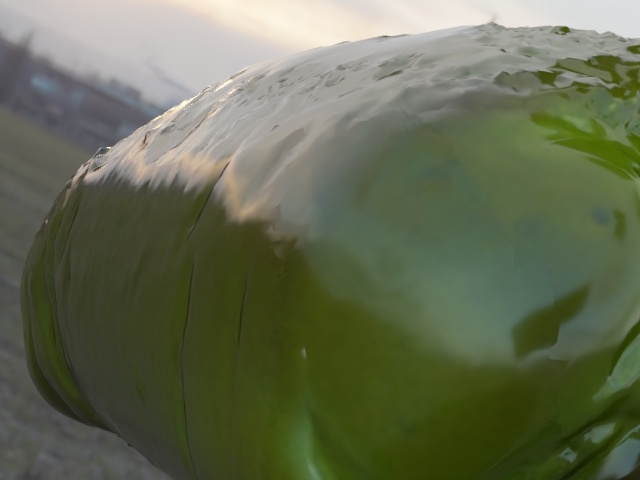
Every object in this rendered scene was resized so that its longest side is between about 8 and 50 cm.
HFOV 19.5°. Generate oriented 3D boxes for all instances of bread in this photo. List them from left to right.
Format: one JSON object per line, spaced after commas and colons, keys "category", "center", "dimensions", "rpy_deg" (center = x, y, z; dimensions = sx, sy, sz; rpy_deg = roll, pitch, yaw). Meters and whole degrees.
{"category": "bread", "center": [0.000, 0.000, 0.556], "dimensions": [0.112, 0.166, 0.383], "rpy_deg": [62, -14, -10]}
